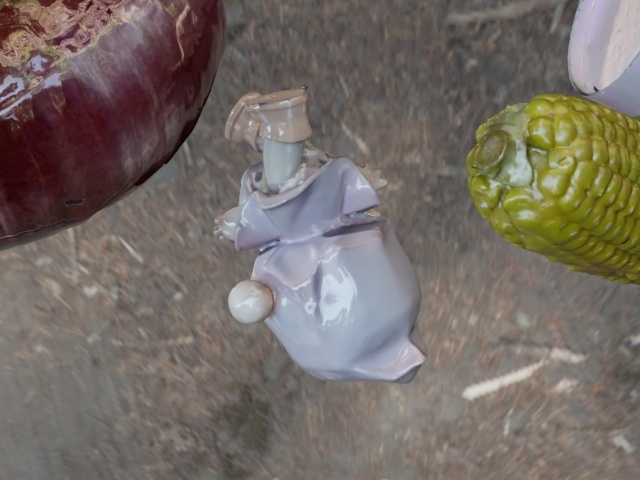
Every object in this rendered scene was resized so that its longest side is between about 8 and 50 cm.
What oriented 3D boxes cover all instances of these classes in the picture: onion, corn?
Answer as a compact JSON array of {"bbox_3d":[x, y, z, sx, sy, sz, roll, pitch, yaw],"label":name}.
[{"bbox_3d":[-0.227,-0.104,1.043,0.348,0.285,0.347,-8,46,8],"label":"onion"},{"bbox_3d":[0.245,-0.020,1.118,0.363,0.120,0.120,16,73,-38],"label":"corn"}]

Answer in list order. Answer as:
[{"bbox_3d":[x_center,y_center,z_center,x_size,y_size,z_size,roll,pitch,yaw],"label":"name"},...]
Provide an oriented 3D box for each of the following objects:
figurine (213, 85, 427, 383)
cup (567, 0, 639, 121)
[{"bbox_3d":[0.000,0.001,1.292,0.200,0.133,0.276,-35,106,-45],"label":"figurine"},{"bbox_3d":[0.373,-0.168,1.295,0.274,0.253,0.253,20,77,-15],"label":"cup"}]
